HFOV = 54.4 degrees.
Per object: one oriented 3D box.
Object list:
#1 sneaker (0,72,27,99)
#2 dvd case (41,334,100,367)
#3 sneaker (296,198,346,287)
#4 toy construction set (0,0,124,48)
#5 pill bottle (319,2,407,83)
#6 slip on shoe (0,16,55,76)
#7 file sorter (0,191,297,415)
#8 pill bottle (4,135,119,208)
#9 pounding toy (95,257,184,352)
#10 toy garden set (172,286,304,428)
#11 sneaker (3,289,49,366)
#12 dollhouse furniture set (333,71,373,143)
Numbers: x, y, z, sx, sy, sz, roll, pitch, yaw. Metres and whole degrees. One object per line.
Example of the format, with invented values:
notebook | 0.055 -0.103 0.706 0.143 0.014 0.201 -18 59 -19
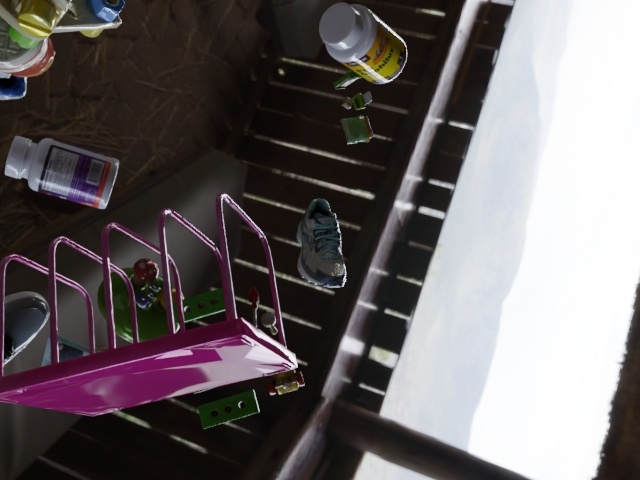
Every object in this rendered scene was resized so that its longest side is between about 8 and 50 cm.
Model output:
sneaker | -0.592 -0.375 1.033 0.130 0.236 0.323 -51 166 -28
dvd case | -0.413 0.213 1.020 0.013 0.087 0.120 -75 -169 -59
sneaker | 0.000 0.000 1.497 0.283 0.110 0.122 -110 -151 -52
toy construction set | -0.296 -0.203 0.477 0.215 0.151 0.328 46 29 -22
pill bottle | 0.087 -0.410 1.291 0.215 0.117 0.117 9 98 -57
slip on shoe | -0.431 -0.336 0.751 0.123 0.331 0.101 -33 178 -8
file sorter | -0.205 0.082 0.748 0.202 0.290 0.182 56 21 -66
pill bottle | -0.506 -0.138 1.225 0.108 0.193 0.108 -51 -150 45
pounding toy | -0.336 0.125 1.234 0.110 0.182 0.237 -46 -144 29
toy garden set | -0.156 0.211 1.200 0.049 0.203 0.245 94 -20 -76
sneaker | -0.531 0.210 0.951 0.295 0.178 0.124 -41 133 -17
dollhouse furniture set | 0.083 -0.298 1.404 0.076 0.058 0.152 -15 87 -40
